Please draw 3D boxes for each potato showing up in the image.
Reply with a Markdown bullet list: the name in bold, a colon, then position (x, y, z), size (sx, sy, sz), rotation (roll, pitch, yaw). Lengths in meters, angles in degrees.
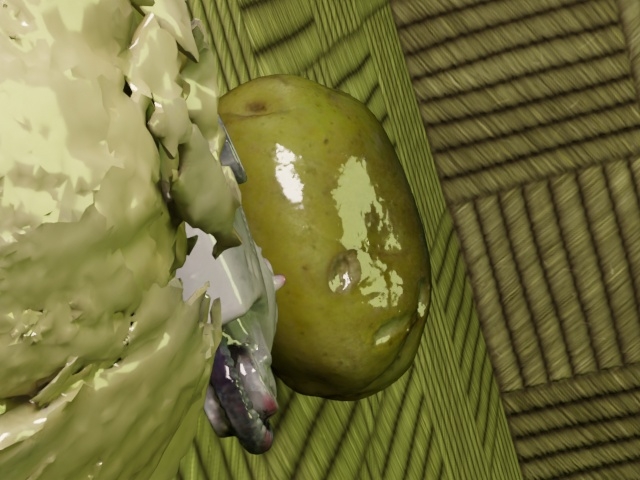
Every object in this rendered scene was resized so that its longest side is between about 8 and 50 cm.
- **potato**: position (0.000, -0.001, 1.040), size (0.197, 0.149, 0.228), rotation (86, -10, -77)

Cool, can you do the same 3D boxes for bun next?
- **bun**: position (-0.102, -0.016, 0.458), size (0.259, 0.152, 0.259), rotation (170, -90, -82)

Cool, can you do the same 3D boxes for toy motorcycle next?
- **toy motorcycle**: position (-0.089, -0.012, 0.786), size (0.171, 0.110, 0.260), rotation (-120, -175, -75)
